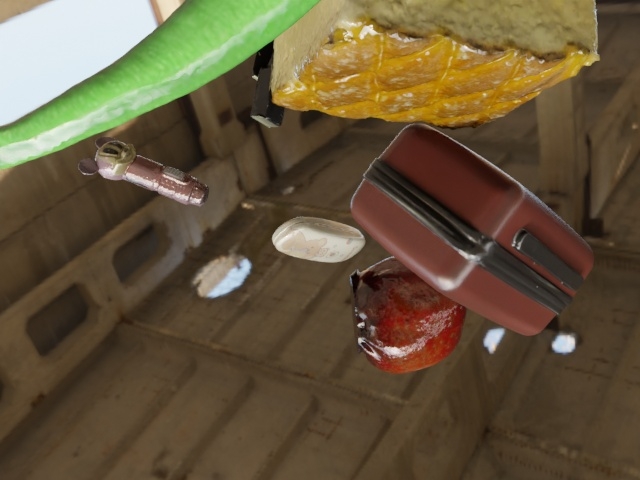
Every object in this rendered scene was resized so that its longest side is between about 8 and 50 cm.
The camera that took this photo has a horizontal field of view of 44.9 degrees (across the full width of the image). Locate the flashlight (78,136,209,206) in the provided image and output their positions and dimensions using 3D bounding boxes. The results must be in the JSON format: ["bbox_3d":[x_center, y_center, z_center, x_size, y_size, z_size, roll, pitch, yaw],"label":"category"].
[{"bbox_3d":[-0.148,-0.059,0.666,0.110,0.031,0.052,21,-133,0],"label":"flashlight"}]

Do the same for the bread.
[{"bbox_3d":[0.110,-0.252,0.828,0.279,0.207,0.279,3,173,-15],"label":"bread"}]

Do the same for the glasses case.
[{"bbox_3d":[0.000,0.000,1.380,0.081,0.204,0.051,-43,-123,29],"label":"glasses case"}]

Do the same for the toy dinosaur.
[{"bbox_3d":[0.013,-0.261,0.431,0.500,0.144,0.374,-20,-132,11],"label":"toy dinosaur"}]

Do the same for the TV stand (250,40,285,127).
[{"bbox_3d":[-0.046,-0.254,0.948,0.042,0.036,0.249,-5,-113,40],"label":"TV stand"}]

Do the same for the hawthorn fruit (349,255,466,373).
[{"bbox_3d":[0.172,0.132,1.435,0.249,0.215,0.215,-15,-152,-26],"label":"hawthorn fruit"}]

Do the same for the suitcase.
[{"bbox_3d":[0.203,-0.008,1.016,0.161,0.297,0.236,-54,-131,7],"label":"suitcase"}]
